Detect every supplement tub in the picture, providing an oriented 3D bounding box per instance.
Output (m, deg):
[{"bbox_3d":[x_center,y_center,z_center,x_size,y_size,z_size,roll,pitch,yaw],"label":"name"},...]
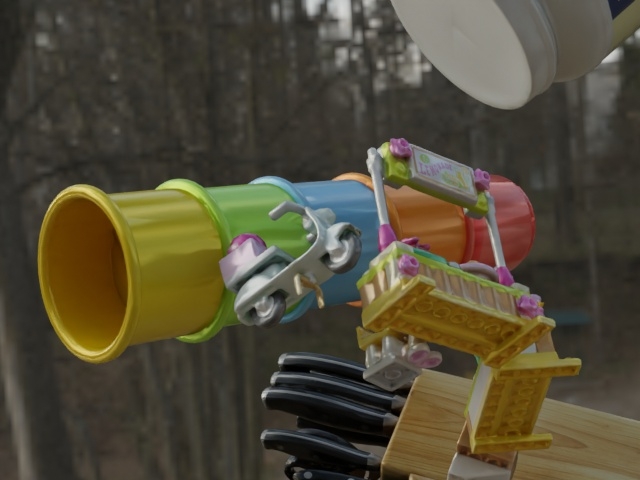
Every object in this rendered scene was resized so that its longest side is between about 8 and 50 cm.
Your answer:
[{"bbox_3d":[0.245,-0.304,1.673,0.325,0.235,0.235,-41,5,-17],"label":"supplement tub"}]

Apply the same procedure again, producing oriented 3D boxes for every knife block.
[{"bbox_3d":[0.102,0.149,1.224,0.276,0.242,0.088,-20,-41,-18],"label":"knife block"}]

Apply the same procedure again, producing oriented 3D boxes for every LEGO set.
[{"bbox_3d":[0.070,0.037,0.944,0.132,0.107,0.287,-24,-38,21],"label":"LEGO set"}]

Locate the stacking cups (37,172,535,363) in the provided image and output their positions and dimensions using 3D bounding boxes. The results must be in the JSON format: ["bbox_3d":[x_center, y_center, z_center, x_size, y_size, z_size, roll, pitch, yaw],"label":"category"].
[{"bbox_3d":[0.000,0.000,0.974,0.316,0.096,0.096,-8,-2,-37],"label":"stacking cups"}]
